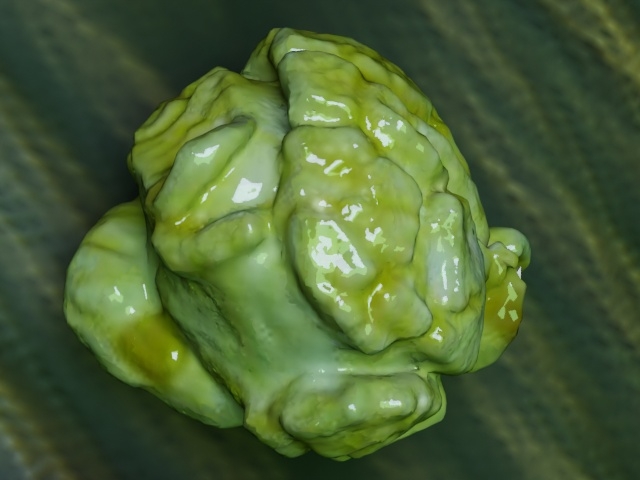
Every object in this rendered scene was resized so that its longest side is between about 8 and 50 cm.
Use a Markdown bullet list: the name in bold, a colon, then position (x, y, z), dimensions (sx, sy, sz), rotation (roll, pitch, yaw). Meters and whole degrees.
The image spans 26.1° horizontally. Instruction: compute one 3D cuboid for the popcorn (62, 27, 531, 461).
- **popcorn**: position (0.000, 0.000, 0.451), dimensions (0.162, 0.141, 0.136), rotation (5, 92, -10)
